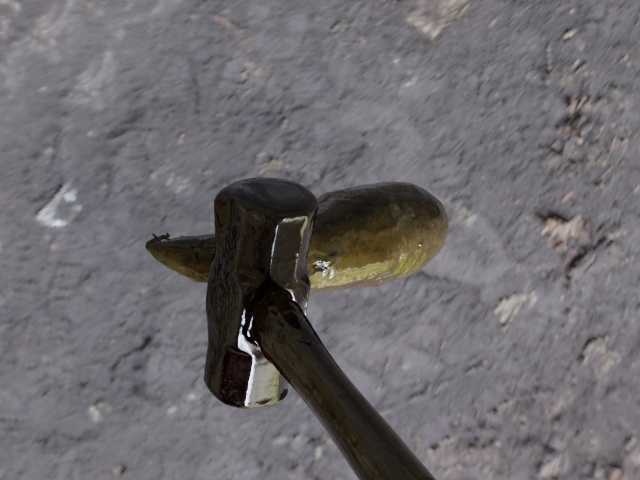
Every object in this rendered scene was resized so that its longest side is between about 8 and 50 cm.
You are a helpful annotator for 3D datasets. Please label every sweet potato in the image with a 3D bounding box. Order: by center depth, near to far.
[{"bbox_3d":[0.001,0.003,1.586,0.130,0.423,0.130,19,114,49],"label":"sweet potato"}]

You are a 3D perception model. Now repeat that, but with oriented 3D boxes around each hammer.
[{"bbox_3d":[-0.003,0.132,1.272,0.409,0.095,0.242,50,139,49],"label":"hammer"}]
